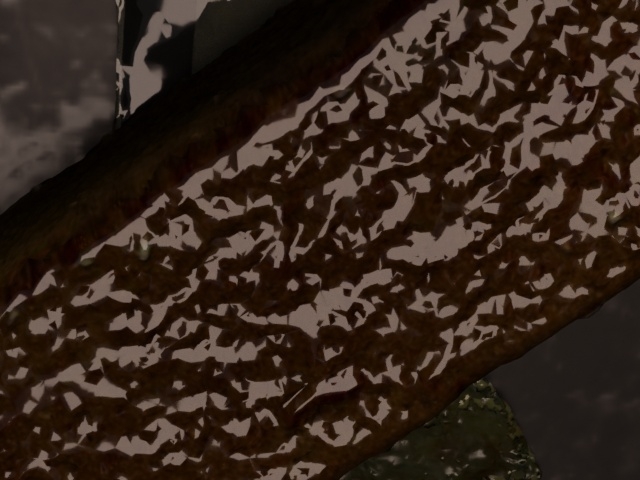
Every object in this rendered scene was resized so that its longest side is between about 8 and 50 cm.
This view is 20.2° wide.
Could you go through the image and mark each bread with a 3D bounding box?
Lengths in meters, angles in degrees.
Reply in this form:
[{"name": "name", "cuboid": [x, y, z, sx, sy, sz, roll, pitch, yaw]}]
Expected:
[{"name": "bread", "cuboid": [0.000, 0.000, 0.718, 0.416, 0.113, 0.165, -35, 104, 5]}]

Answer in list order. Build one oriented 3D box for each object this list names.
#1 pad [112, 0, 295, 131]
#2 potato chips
[{"name": "pad", "cuboid": [-0.004, -0.109, 0.754, 0.174, 0.022, 0.233, 2, 105, -6]}, {"name": "potato chips", "cuboid": [0.014, 0.089, 0.807, 0.142, 0.026, 0.209, -25, 105, 4]}]
